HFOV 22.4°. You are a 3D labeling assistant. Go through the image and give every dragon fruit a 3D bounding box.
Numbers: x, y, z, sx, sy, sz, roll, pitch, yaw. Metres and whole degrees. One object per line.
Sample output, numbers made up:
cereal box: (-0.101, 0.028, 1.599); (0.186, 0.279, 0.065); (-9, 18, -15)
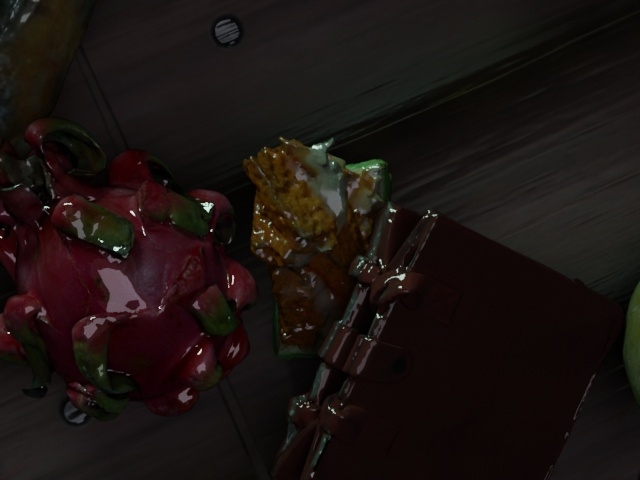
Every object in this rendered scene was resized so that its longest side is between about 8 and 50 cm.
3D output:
dragon fruit: (-0.172, 0.019, 1.305); (0.218, 0.198, 0.272); (-26, 93, 7)

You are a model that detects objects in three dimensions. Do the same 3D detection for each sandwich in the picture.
sandwich: (0.000, 0.009, 1.354); (0.109, 0.160, 0.184); (0, 87, 8)

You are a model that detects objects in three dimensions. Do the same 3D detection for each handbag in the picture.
handbag: (0.109, 0.123, 1.368); (0.275, 0.084, 0.260); (26, 91, -40)

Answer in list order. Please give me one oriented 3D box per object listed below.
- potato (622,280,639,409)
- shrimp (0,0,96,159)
potato: (0.361, 0.086, 1.429); (0.235, 0.160, 0.178); (-28, 114, -31)
shrimp: (-0.316, -0.173, 1.273); (0.272, 0.085, 0.445); (29, 103, -25)
